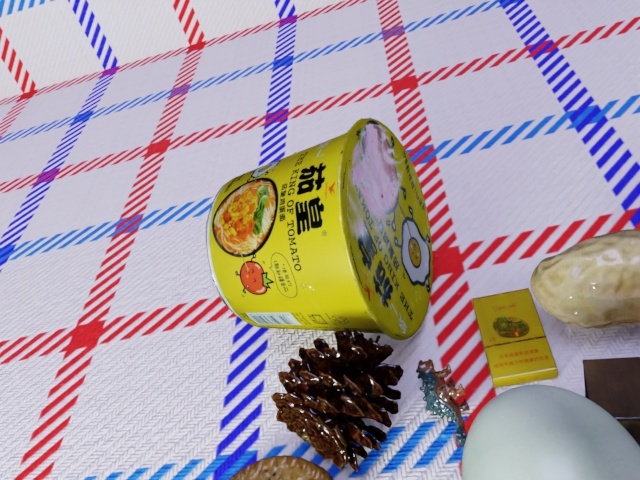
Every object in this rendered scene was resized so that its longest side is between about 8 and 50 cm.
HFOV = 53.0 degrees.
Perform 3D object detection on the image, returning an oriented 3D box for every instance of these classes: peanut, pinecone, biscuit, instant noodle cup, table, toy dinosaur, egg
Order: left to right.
[{"bbox_3d":[-0.059,0.352,0.785,0.187,0.027,0.188,-11,39,10],"label":"biscuit"},{"bbox_3d":[0.000,0.000,0.980,0.254,0.326,0.326,-10,38,29],"label":"instant noodle cup"},{"bbox_3d":[0.033,0.191,0.830,0.163,0.163,0.165,18,54,39],"label":"pinecone"},{"bbox_3d":[0.162,0.206,0.843,0.055,0.049,0.154,-18,32,-1],"label":"toy dinosaur"},{"bbox_3d":[0.242,0.264,0.628,0.182,0.183,0.264,-20,44,1],"label":"egg"},{"bbox_3d":[0.347,0.195,0.745,0.070,0.082,0.083,-6,39,18],"label":"table"},{"bbox_3d":[0.442,0.059,0.828,0.325,0.140,0.153,-4,57,23],"label":"peanut"}]

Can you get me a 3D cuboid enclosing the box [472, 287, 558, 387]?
[{"bbox_3d":[0.271,0.134,0.906,0.086,0.023,0.155,-14,38,12],"label":"box"}]
